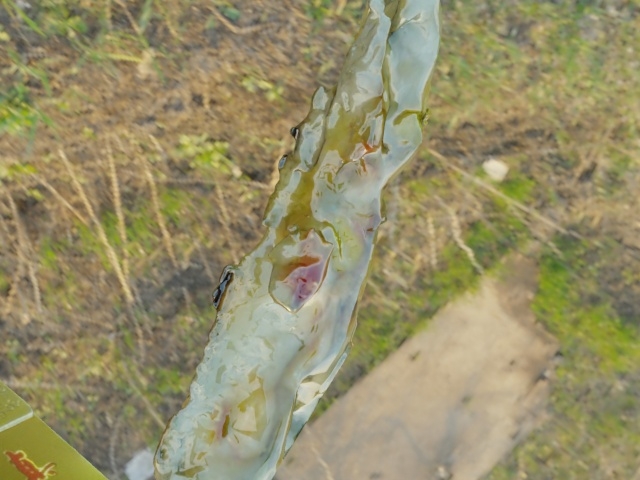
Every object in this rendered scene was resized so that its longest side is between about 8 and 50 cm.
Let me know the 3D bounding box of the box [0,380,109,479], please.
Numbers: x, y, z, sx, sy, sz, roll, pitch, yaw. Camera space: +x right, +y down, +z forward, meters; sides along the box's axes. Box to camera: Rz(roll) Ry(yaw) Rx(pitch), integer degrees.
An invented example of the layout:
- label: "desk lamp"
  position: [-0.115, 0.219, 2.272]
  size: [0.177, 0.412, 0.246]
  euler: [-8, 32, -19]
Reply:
- label: "box"
  position: [-0.085, 0.092, 0.338]
  size: [0.089, 0.156, 0.022]
  euler: [-20, 143, -56]

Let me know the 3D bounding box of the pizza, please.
- label: "pizza"
  position: [-0.001, 0.000, 0.638]
  size: [0.071, 0.189, 0.297]
  euler: [20, 96, 5]
